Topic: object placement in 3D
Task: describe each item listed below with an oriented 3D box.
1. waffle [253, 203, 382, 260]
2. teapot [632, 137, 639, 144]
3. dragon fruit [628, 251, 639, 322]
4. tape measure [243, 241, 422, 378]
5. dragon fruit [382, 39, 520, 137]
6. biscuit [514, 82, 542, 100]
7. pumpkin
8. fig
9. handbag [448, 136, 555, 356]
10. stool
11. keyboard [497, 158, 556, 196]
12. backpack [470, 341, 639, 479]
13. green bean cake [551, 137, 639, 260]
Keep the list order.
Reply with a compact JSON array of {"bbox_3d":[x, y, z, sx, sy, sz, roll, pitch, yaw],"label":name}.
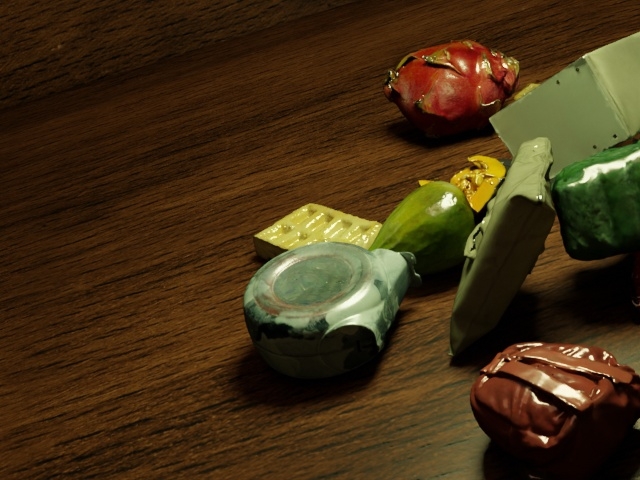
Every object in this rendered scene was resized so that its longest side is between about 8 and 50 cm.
[{"bbox_3d":[0.000,0.000,1.903,0.168,0.057,0.274,-33,31,-28],"label":"waffle"},{"bbox_3d":[0.710,-0.176,1.707,0.251,0.183,0.183,-18,25,25],"label":"teapot"},{"bbox_3d":[0.560,0.068,1.415,0.192,0.092,0.122,12,40,43],"label":"dragon fruit"},{"bbox_3d":[0.009,0.120,1.595,0.275,0.147,0.256,2,36,26],"label":"tape measure"},{"bbox_3d":[0.302,-0.355,2.193,0.315,0.250,0.250,3,30,2],"label":"dragon fruit"},{"bbox_3d":[0.527,-0.362,2.289,0.081,0.018,0.083,11,40,42],"label":"biscuit"},{"bbox_3d":[0.280,-0.089,1.848,0.184,0.107,0.119,-21,34,-22],"label":"pumpkin"},{"bbox_3d":[0.191,0.000,1.709,0.233,0.167,0.167,-55,24,15],"label":"fig"},{"bbox_3d":[0.295,0.007,1.499,0.109,0.315,0.253,21,32,4],"label":"handbag"},{"bbox_3d":[0.515,-0.249,1.779,0.244,0.170,0.270,-26,-4,-38],"label":"stool"},{"bbox_3d":[0.441,-0.126,1.916,0.106,0.016,0.262,-36,34,-30],"label":"keyboard"},{"bbox_3d":[0.307,0.213,1.252,0.229,0.138,0.229,-12,30,7],"label":"backpack"},{"bbox_3d":[0.537,-0.083,1.531,0.308,0.169,0.300,-15,3,14],"label":"green bean cake"}]
